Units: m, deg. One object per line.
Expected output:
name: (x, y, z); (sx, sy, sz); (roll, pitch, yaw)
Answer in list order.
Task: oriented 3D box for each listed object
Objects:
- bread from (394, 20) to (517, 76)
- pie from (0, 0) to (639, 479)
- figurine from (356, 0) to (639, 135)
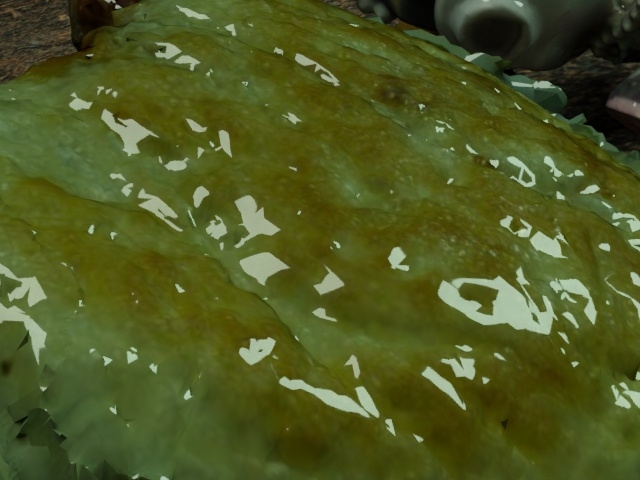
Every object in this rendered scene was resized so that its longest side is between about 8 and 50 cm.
bread: (0.117, -0.132, 0.877); (0.093, 0.073, 0.239); (-9, 29, 1)
pie: (0.012, 0.015, 0.501); (0.395, 0.180, 0.418); (16, 29, -10)
figurine: (0.181, -0.228, 0.767); (0.361, 0.211, 0.253); (25, 27, 12)
